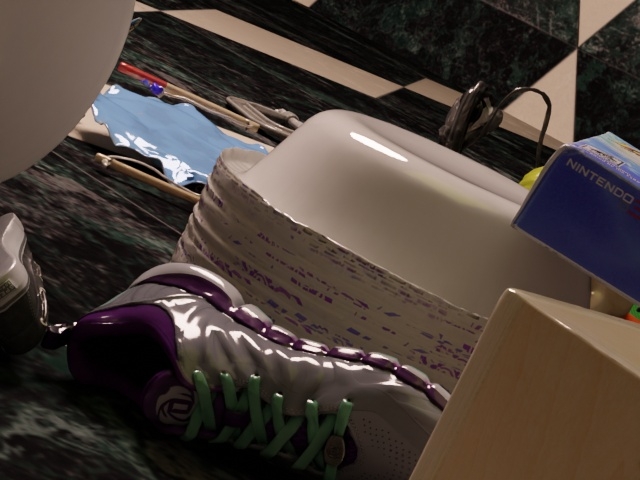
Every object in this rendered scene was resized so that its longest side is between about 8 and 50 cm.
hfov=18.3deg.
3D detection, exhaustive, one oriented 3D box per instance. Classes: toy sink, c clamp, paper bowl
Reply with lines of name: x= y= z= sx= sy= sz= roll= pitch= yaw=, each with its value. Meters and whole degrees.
toy sink: x=0.165 y=0.135 z=0.906 sx=0.234 sy=0.153 sz=0.131 roll=17 pitch=13 yaw=-44
c clamp: x=-0.033 y=-0.123 z=2.117 sx=0.137 sy=0.022 sz=0.160 roll=22 pitch=10 yaw=-21
paper bowl: x=0.057 y=0.018 z=1.261 sx=0.284 sy=0.148 sz=0.284 roll=24 pitch=9 yaw=-4

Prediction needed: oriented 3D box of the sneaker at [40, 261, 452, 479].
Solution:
sneaker: x=-0.028 y=0.087 z=0.954 sx=0.224 sy=0.083 sz=0.098 roll=24 pitch=27 yaw=29

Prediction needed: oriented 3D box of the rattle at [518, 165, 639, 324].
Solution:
rattle: x=0.173 y=0.037 z=1.534 sx=0.200 sy=0.143 sz=0.130 roll=41 pitch=38 yaw=-41

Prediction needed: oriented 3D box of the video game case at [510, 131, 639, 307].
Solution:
video game case: x=0.253 y=0.031 z=1.141 sx=0.269 sy=0.061 sz=0.244 roll=33 pitch=10 yaw=9

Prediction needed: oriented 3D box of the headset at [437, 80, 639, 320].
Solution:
headset: x=0.244 y=0.018 z=1.654 sx=0.394 sy=0.185 sz=0.243 roll=42 pitch=-23 yaw=-20

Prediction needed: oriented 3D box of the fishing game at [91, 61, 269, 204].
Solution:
fishing game: x=-0.105 y=-0.069 z=1.620 sx=0.189 sy=0.041 sz=0.264 roll=23 pitch=18 yaw=-14

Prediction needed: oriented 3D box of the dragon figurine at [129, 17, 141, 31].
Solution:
dragon figurine: x=-0.224 y=-0.153 z=1.622 sx=0.144 sy=0.085 sz=0.289 roll=32 pitch=12 yaw=33

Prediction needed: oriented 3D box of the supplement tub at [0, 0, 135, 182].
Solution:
supplement tub: x=-0.295 y=-0.189 z=1.203 sx=0.325 sy=0.235 sz=0.235 roll=31 pitch=11 yaw=27

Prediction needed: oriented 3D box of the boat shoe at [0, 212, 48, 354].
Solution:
boat shoe: x=-0.163 y=0.023 z=1.002 sx=0.040 sy=0.049 sz=0.142 roll=57 pitch=-1 yaw=-17
